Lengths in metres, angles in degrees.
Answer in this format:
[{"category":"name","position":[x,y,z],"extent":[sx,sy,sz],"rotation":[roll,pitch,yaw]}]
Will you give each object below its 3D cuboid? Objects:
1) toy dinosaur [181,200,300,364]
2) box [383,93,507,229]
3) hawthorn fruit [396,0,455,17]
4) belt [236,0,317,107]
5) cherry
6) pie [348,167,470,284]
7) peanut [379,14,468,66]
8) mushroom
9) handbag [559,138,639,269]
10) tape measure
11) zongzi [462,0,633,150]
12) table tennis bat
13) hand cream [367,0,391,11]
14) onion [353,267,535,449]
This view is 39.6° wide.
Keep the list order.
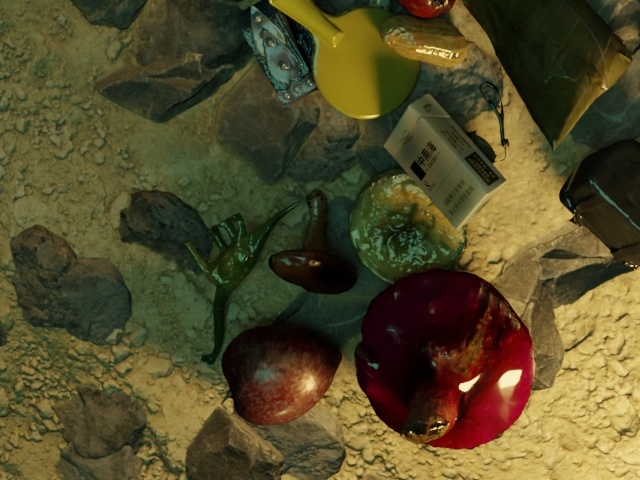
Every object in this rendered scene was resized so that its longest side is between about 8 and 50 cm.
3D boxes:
[{"category":"toy dinosaur","position":[-0.176,0.099,2.034],"extent":[0.447,0.087,0.300],"rotation":[-25,95,30]},{"category":"box","position":[0.248,-0.159,1.806],"extent":[0.243,0.067,0.155],"rotation":[51,148,11]},{"category":"hawthorn fruit","position":[0.212,-0.503,1.731],"extent":[0.148,0.172,0.148],"rotation":[-7,130,-8]},{"category":"belt","position":[-0.071,-0.404,1.852],"extent":[0.129,0.122,0.218],"rotation":[-27,106,17]},{"category":"cherry","position":[-0.096,0.302,2.023],"extent":[0.301,0.203,0.230],"rotation":[-17,99,3]},{"category":"pie","position":[0.190,-0.024,1.933],"extent":[0.274,0.055,0.274],"rotation":[4,107,13]},{"category":"peanut","position":[0.209,-0.405,1.780],"extent":[0.194,0.083,0.093],"rotation":[13,96,-19]},{"category":"mushroom","position":[0.000,0.000,1.959],"extent":[0.148,0.227,0.217],"rotation":[-5,67,34]},{"category":"handbag","position":[0.611,-0.074,1.751],"extent":[0.254,0.181,0.181],"rotation":[43,80,1]},{"category":"tape measure","position":[0.334,-0.227,1.850],"extent":[0.104,0.107,0.179],"rotation":[27,72,-23]},{"category":"zongzi","position":[0.371,-0.362,1.625],"extent":[0.356,0.393,0.174],"rotation":[44,134,3]},{"category":"table tennis bat","position":[0.043,-0.397,1.796],"extent":[0.369,0.054,0.224],"rotation":[34,95,-23]},{"category":"hand cream","position":[0.121,-0.488,1.822],"extent":[0.065,0.043,0.170],"rotation":[11,110,0]},{"category":"onion","position":[0.252,0.274,1.811],"extent":[0.399,0.420,0.398],"rotation":[2,107,6]}]
